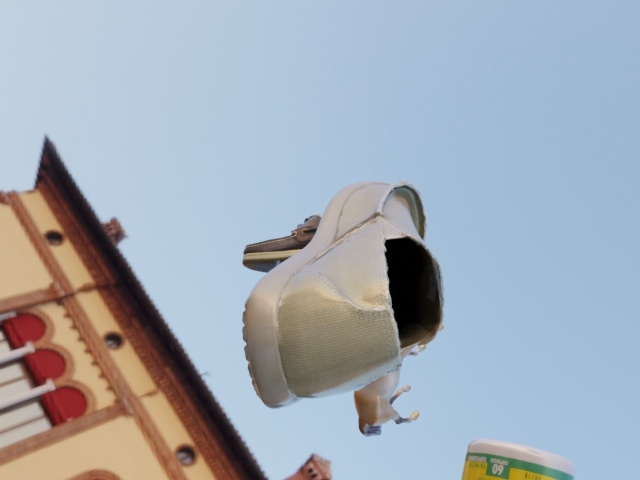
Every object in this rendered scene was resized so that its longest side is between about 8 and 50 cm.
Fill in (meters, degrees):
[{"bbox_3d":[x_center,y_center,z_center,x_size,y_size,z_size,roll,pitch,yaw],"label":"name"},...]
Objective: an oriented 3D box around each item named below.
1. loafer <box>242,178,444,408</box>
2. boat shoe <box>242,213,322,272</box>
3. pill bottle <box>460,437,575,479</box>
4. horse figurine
[{"bbox_3d":[0.040,0.028,0.497,0.092,0.268,0.102,0,-68,21],"label":"loafer"},{"bbox_3d":[0.000,0.000,0.708,0.056,0.152,0.049,87,-3,-74],"label":"boat shoe"},{"bbox_3d":[0.192,0.323,0.769,0.117,0.117,0.208,-7,-119,48],"label":"pill bottle"},{"bbox_3d":[0.113,0.230,1.235,0.066,0.174,0.263,29,-70,43],"label":"horse figurine"}]
